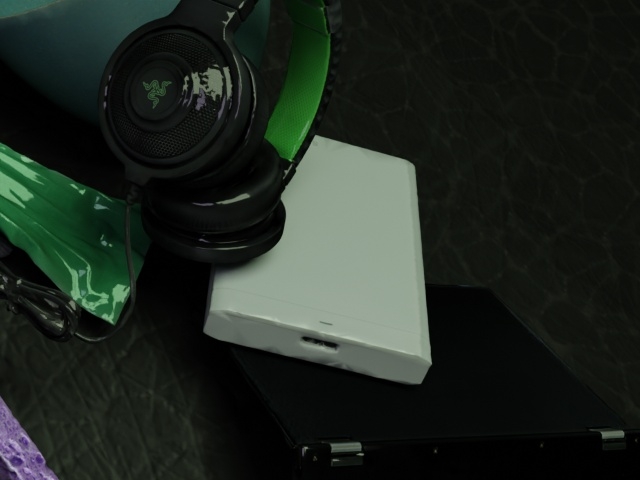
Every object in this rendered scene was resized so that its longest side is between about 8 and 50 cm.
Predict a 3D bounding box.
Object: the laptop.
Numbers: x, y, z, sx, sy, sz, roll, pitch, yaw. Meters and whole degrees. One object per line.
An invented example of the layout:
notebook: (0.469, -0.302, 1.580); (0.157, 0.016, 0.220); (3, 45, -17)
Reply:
laptop: (0.086, 0.234, 1.147); (0.382, 0.236, 0.408); (3, 84, -31)

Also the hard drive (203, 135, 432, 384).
hard drive: (0.000, 0.000, 1.186); (0.203, 0.040, 0.307); (14, 37, -10)

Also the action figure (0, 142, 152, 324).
action figure: (-0.264, -0.028, 1.084); (0.232, 0.063, 0.137); (31, 47, -15)

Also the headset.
headset: (-0.127, -0.083, 1.036); (0.185, 0.243, 0.394); (24, 64, 22)

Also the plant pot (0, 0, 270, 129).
plant pot: (-0.163, -0.209, 1.176); (0.195, 0.290, 0.290); (62, 35, -30)

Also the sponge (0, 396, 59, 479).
sponge: (-0.272, 0.139, 0.911); (0.031, 0.117, 0.210); (-26, 73, -44)
